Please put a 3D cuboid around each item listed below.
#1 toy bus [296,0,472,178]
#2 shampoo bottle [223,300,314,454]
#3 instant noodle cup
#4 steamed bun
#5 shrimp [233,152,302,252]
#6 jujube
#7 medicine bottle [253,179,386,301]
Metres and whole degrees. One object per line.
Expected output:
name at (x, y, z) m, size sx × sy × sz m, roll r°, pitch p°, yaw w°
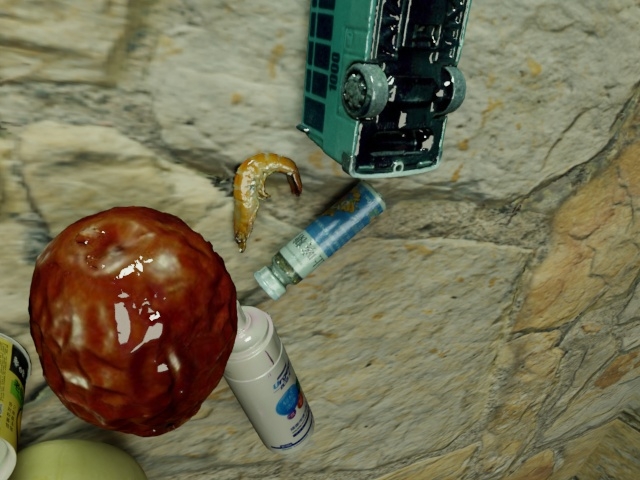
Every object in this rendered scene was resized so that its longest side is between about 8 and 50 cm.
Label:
toy bus at (0.061, -0.202, 0.503) m, size 0.128 × 0.147 × 0.255 m, roll -9°, pitch 121°, yaw -28°
shampoo bottle at (-0.082, 0.188, 0.724) m, size 0.092 × 0.092 × 0.303 m, roll -28°, pitch 133°, yaw -15°
instant noodle cup at (-0.362, 0.174, 0.501) m, size 0.152 × 0.122 × 0.151 m, roll -16°, pitch 128°, yaw -22°
steamed bun at (-0.284, 0.385, 0.632) m, size 0.166 × 0.232 × 0.272 m, roll -14°, pitch 130°, yaw -18°
shrimp at (-0.067, -0.042, 0.615) m, size 0.091 × 0.025 × 0.127 m, roll 2°, pitch 117°, yaw -37°
jujube at (-0.178, 0.094, 0.523) m, size 0.197 × 0.197 × 0.290 m, roll -18°, pitch 145°, yaw -23°
medicine bottle at (0.000, 0.000, 0.673) m, size 0.191 × 0.051 × 0.051 m, roll -41°, pitch 135°, yaw -3°
